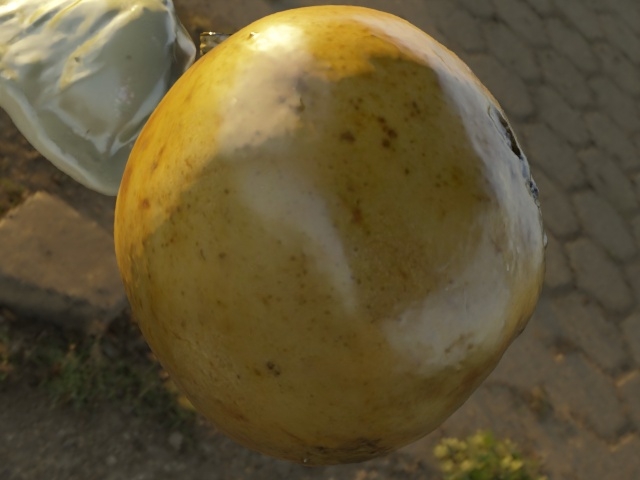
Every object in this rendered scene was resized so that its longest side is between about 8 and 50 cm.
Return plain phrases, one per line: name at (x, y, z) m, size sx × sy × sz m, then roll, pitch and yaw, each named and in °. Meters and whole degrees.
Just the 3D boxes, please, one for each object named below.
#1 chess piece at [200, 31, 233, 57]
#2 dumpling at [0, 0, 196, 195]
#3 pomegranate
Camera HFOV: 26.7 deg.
chess piece at (-0.102, -0.128, 1.404) m, size 0.060 × 0.060 × 0.172 m, roll 0°, pitch 95°, yaw -47°
dumpling at (-0.259, -0.199, 1.416) m, size 0.243 × 0.187 × 0.318 m, roll 17°, pitch 38°, yaw -25°
pomegranate at (0.000, 0.000, 0.772) m, size 0.260 × 0.260 × 0.260 m, roll 29°, pitch 37°, yaw -25°
